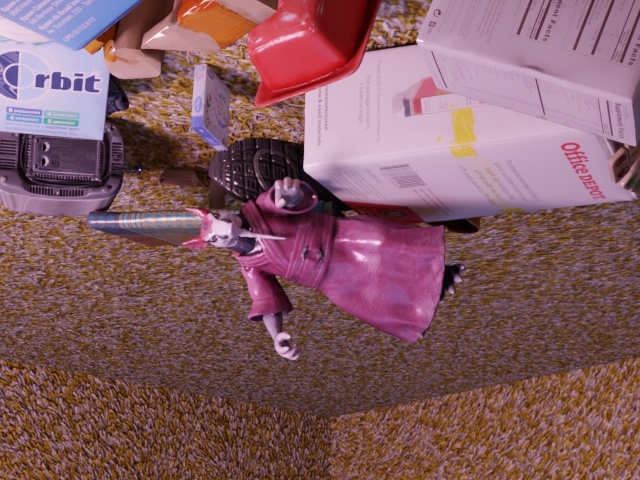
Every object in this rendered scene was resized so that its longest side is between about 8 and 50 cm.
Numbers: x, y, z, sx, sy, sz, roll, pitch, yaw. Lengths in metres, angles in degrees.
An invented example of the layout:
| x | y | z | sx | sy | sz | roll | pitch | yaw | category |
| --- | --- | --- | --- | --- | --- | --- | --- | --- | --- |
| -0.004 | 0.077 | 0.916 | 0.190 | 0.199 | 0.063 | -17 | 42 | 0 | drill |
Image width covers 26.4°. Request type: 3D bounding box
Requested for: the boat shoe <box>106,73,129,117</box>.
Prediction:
| x | y | z | sx | sy | sz | roll | pitch | yaw | category |
| --- | --- | --- | --- | --- | --- | --- | --- | --- | --- |
| -0.319 | -0.214 | 1.776 | 0.083 | 0.065 | 0.183 | -22 | 152 | 6 | boat shoe |

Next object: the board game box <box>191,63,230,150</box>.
| x | y | z | sx | sy | sz | roll | pitch | yaw | category |
| --- | --- | --- | --- | --- | --- | --- | --- | --- | --- |
| -0.146 | -0.177 | 1.824 | 0.020 | 0.090 | 0.090 | -3 | 161 | 17 | board game box |

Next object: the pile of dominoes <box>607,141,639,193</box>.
| x | y | z | sx | sy | sz | roll | pitch | yaw | category |
| --- | --- | --- | --- | --- | --- | --- | --- | --- | --- |
| 0.463 | -0.154 | 1.692 | 0.196 | 0.040 | 0.251 | 6 | 122 | -56 | pile of dominoes |

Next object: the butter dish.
| x | y | z | sx | sy | sz | roll | pitch | yaw | category |
| --- | --- | --- | --- | --- | --- | --- | --- | --- | --- |
| -0.026 | -0.252 | 1.546 | 0.160 | 0.160 | 0.118 | -15 | 134 | 38 | butter dish |

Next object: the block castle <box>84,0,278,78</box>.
| x | y | z | sx | sy | sz | roll | pitch | yaw | category |
| --- | --- | --- | --- | --- | --- | --- | --- | --- | --- |
| -0.129 | -0.350 | 1.117 | 0.303 | 0.213 | 0.453 | 25 | 145 | -29 | block castle |

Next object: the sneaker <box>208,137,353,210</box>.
| x | y | z | sx | sy | sz | roll | pitch | yaw | category |
| --- | --- | --- | --- | --- | --- | --- | --- | --- | --- |
| -0.039 | -0.083 | 2.100 | 0.286 | 0.109 | 0.130 | 9 | 166 | -19 | sneaker |

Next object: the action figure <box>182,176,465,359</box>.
| x | y | z | sx | sy | sz | roll | pitch | yaw | category |
| --- | --- | --- | --- | --- | --- | --- | --- | --- | --- |
| 0.000 | 0.000 | 1.825 | 0.370 | 0.276 | 0.248 | 16 | 115 | -5 | action figure |

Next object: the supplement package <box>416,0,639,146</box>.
| x | y | z | sx | sy | sz | roll | pitch | yaw | category |
| --- | --- | --- | --- | --- | --- | --- | --- | --- | --- |
| 0.251 | -0.217 | 1.492 | 0.244 | 0.134 | 0.139 | 19 | 169 | 19 | supplement package |

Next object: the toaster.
| x | y | z | sx | sy | sz | roll | pitch | yaw | category |
| --- | --- | --- | --- | --- | --- | --- | --- | --- | --- |
| -0.377 | -0.106 | 1.994 | 0.227 | 0.129 | 0.146 | 2 | 166 | -13 | toaster |

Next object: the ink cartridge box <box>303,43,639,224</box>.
| x | y | z | sx | sy | sz | roll | pitch | yaw | category |
| --- | --- | --- | --- | --- | --- | --- | --- | --- | --- |
| 0.205 | -0.144 | 1.803 | 0.384 | 0.160 | 0.279 | -5 | 161 | 21 | ink cartridge box |

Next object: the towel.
| x | y | z | sx | sy | sz | roll | pitch | yaw | category |
| --- | --- | --- | --- | --- | --- | --- | --- | --- | --- |
| -0.134 | -0.023 | 2.069 | 0.370 | 0.040 | 0.271 | 0 | 173 | 12 | towel |

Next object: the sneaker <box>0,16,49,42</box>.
| x | y | z | sx | sy | sz | roll | pitch | yaw | category |
| --- | --- | --- | --- | --- | --- | --- | --- | --- | --- |
| -0.361 | -0.287 | 1.527 | 0.212 | 0.080 | 0.094 | 10 | 148 | -24 | sneaker |

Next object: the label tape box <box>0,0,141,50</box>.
| x | y | z | sx | sy | sz | roll | pitch | yaw | category |
| --- | --- | --- | --- | --- | --- | --- | --- | --- | --- |
| -0.239 | -0.286 | 0.908 | 0.347 | 0.115 | 0.249 | 25 | 146 | -33 | label tape box |

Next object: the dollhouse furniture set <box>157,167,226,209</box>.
| x | y | z | sx | sy | sz | roll | pitch | yaw | category |
| --- | --- | --- | --- | --- | --- | --- | --- | --- | --- |
| -0.205 | -0.065 | 2.185 | 0.114 | 0.081 | 0.091 | 3 | 162 | -9 | dollhouse furniture set |

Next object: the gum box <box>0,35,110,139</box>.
| x | y | z | sx | sy | sz | roll | pitch | yaw | category |
| --- | --- | --- | --- | --- | --- | --- | --- | --- | --- |
| -0.337 | -0.211 | 1.673 | 0.157 | 0.041 | 0.184 | 5 | 133 | -12 | gum box |

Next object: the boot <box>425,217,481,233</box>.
| x | y | z | sx | sy | sz | roll | pitch | yaw | category |
| --- | --- | --- | --- | --- | --- | --- | --- | --- | --- |
| 0.230 | -0.073 | 2.019 | 0.197 | 0.152 | 0.073 | 3 | 136 | -5 | boot |
